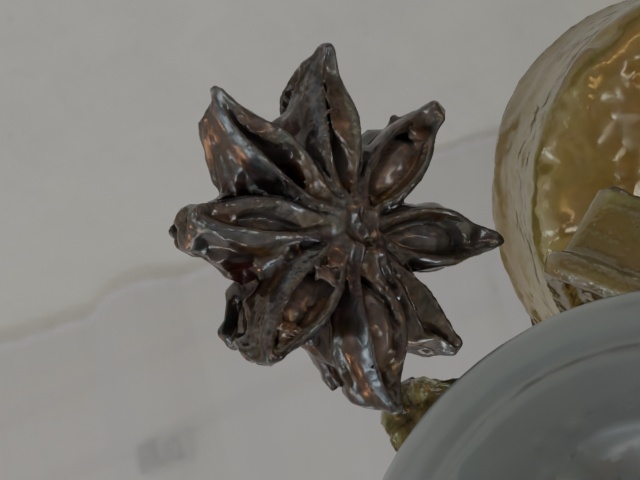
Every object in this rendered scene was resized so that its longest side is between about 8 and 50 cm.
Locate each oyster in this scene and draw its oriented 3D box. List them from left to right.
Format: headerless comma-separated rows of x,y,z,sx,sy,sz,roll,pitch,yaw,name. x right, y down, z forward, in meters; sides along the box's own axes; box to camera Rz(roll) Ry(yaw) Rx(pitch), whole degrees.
0.146,0.174,1.175,0.166,0.094,0.294,1,159,29,oyster

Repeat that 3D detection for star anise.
0.001,0.001,0.920,0.223,0.236,0.109,-26,-179,-41,star anise

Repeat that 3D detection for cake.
0.281,-0.036,1.067,0.332,0.332,0.321,-11,-177,-4,cake

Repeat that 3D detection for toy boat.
0.217,0.037,0.722,0.188,0.061,0.116,22,169,24,toy boat

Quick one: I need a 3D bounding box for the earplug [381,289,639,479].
0.143,0.170,0.421,0.214,0.325,0.175,-31,173,7,earplug
